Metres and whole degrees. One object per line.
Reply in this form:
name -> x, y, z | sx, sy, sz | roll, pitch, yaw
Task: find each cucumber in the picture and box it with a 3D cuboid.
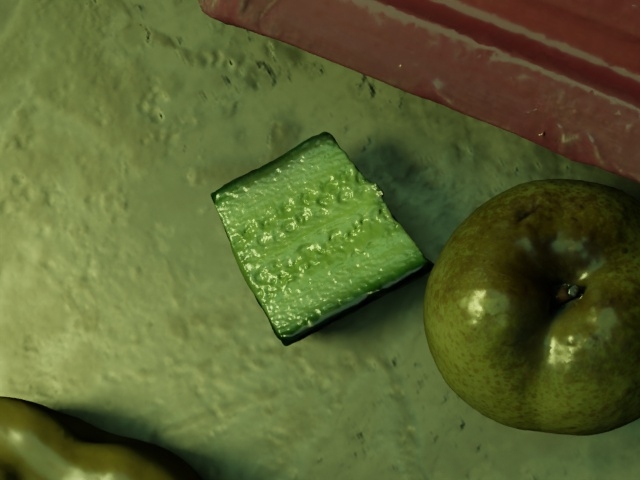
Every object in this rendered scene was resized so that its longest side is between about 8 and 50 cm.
cucumber -> 0.000, 0.000, 0.966 | 0.115, 0.062, 0.116 | -28, 73, 2

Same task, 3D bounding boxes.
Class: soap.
soap -> 0.117, -0.189, 0.893 | 0.360, 0.128, 0.233 | 22, 107, 3

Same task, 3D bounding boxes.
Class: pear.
pear -> 0.149, 0.042, 0.903 | 0.167, 0.136, 0.167 | -1, 70, 2

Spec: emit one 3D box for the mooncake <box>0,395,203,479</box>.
mooncake -> -0.184, 0.221, 0.938 | 0.235, 0.117, 0.234 | -1, 82, 4
